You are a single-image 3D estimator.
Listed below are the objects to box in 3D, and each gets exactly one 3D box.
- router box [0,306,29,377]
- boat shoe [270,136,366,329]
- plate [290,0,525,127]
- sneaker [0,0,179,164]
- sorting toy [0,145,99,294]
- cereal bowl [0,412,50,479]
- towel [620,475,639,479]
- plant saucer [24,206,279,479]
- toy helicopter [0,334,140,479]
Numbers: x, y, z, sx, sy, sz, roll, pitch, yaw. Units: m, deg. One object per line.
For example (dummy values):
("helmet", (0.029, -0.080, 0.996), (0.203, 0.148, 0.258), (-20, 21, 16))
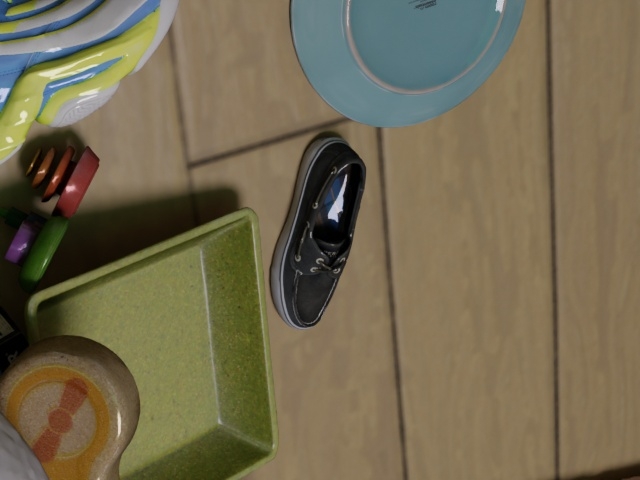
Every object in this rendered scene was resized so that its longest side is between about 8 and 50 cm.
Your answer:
("router box", (-0.220, 0.150, 0.973), (0.133, 0.046, 0.179), (-32, 125, -16))
("boat shoe", (0.000, 0.000, 1.037), (0.049, 0.040, 0.142), (-2, 112, -30))
("plate", (0.067, -0.162, 1.013), (0.188, 0.024, 0.188), (-13, 118, -25))
("sneaker", (-0.195, -0.110, 0.840), (0.240, 0.091, 0.126), (-39, 125, -8))
("sorting toy", (-0.172, -0.017, 0.917), (0.042, 0.061, 0.102), (27, 59, -8))
("cereal bowl", (-0.290, 0.214, 0.749), (0.339, 0.141, 0.338), (0, 98, -3))
("towel", (0.214, 0.359, 1.302), (0.332, 0.053, 0.316), (-7, 108, -32))
("plant saucer", (-0.114, 0.087, 0.975), (0.188, 0.045, 0.188), (-24, 118, -42))
("toy helicopter", (-0.154, 0.230, 0.892), (0.235, 0.140, 0.355), (-2, 101, 10))
